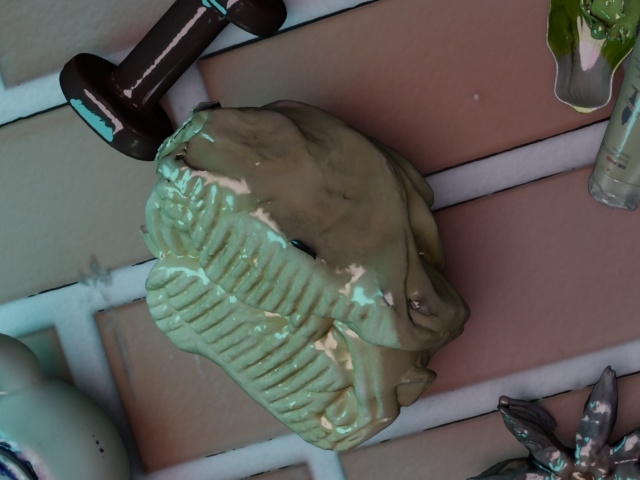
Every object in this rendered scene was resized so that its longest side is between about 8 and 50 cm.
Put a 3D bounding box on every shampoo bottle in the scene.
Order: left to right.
[{"bbox_3d":[0.315,-0.130,1.889,0.072,0.049,0.212,39,125,36],"label":"shampoo bottle"}]

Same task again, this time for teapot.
[{"bbox_3d":[-0.334,0.270,2.035,0.252,0.280,0.424,4,102,15],"label":"teapot"}]

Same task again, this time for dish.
[{"bbox_3d":[0.267,-0.195,1.923,0.091,0.039,0.137,8,99,13],"label":"dish"}]

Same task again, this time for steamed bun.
[{"bbox_3d":[0.000,0.000,1.927,0.347,0.237,0.394,3,133,36],"label":"steamed bun"}]

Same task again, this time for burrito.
[{"bbox_3d":[0.278,-0.331,1.873,0.104,0.054,0.288,3,88,39],"label":"burrito"}]

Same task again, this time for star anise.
[{"bbox_3d":[0.267,0.235,1.970,0.236,0.093,0.229,10,102,15],"label":"star anise"}]

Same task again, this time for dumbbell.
[{"bbox_3d":[-0.151,-0.199,1.986,0.140,0.124,0.225,44,107,4],"label":"dumbbell"}]
